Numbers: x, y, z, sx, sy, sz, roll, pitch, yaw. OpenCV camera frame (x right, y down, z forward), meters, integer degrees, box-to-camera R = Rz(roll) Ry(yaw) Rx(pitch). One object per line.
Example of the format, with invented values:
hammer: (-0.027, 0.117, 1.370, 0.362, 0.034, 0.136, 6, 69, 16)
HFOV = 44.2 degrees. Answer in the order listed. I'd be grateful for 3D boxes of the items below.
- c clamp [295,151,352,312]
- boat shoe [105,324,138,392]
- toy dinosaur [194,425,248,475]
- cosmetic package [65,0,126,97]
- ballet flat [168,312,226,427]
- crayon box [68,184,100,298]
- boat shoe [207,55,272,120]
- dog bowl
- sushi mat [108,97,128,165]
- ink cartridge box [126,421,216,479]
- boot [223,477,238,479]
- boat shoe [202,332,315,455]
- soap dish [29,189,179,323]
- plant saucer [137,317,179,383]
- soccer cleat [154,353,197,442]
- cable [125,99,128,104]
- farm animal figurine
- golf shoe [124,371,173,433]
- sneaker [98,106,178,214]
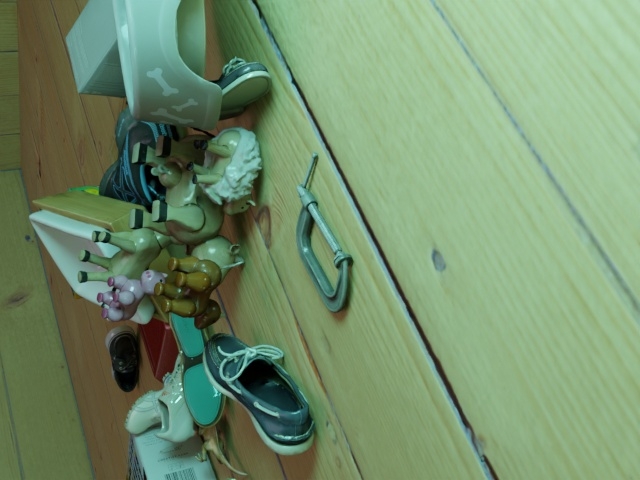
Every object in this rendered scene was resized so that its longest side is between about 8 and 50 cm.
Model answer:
c clamp: (0.000, 0.000, 0.933, 0.160, 0.022, 0.137, 64, 149, 32)
boat shoe: (-0.496, 0.307, 1.995, 0.076, 0.080, 0.228, 54, 145, 33)
toy dinosaur: (-0.191, 0.366, 1.414, 0.183, 0.053, 0.092, 60, 146, 37)
cosmetic package: (-0.350, -0.364, 1.377, 0.238, 0.107, 0.127, -30, 69, 43)
ballet flat: (-0.212, 0.218, 1.408, 0.073, 0.080, 0.232, 69, -173, -75)
crayon box: (-0.457, 0.000, 1.706, 0.081, 0.166, 0.278, 62, 149, 34)
boat shoe: (-0.122, -0.211, 1.056, 0.206, 0.075, 0.064, 165, 92, -69)
dog bowl: (-0.204, -0.306, 0.983, 0.349, 0.102, 0.348, 172, 90, -76)
sushi mat: (-0.433, -0.216, 1.753, 0.316, 0.019, 0.151, -53, 50, 56)
ink cartridge box: (-0.330, 0.498, 1.655, 0.271, 0.130, 0.309, 60, 148, 38)
boot: (-0.120, 0.544, 1.286, 0.262, 0.095, 0.203, -120, 34, -45)
boat shoe: (-0.092, 0.194, 1.104, 0.254, 0.095, 0.079, 44, 138, 49)
soap dish: (-0.396, 0.022, 1.474, 0.291, 0.118, 0.228, 13, 136, 43)
plant saucer: (-0.346, 0.153, 1.669, 0.258, 0.048, 0.259, 64, 149, 31)
soccer cleat: (-0.260, 0.273, 1.455, 0.068, 0.076, 0.196, -15, 67, 59)
cable: (-0.330, -0.290, 1.499, 0.184, 0.047, 0.150, -16, 88, 60)
farm animal figurine: (-0.207, -0.016, 1.190, 0.330, 0.172, 0.326, 16, 95, 48)
golf shoe: (-0.299, 0.323, 1.515, 0.086, 0.176, 0.069, 48, -176, 33)
sneaker: (-0.333, -0.096, 1.471, 0.139, 0.125, 0.340, 61, 150, 29)
